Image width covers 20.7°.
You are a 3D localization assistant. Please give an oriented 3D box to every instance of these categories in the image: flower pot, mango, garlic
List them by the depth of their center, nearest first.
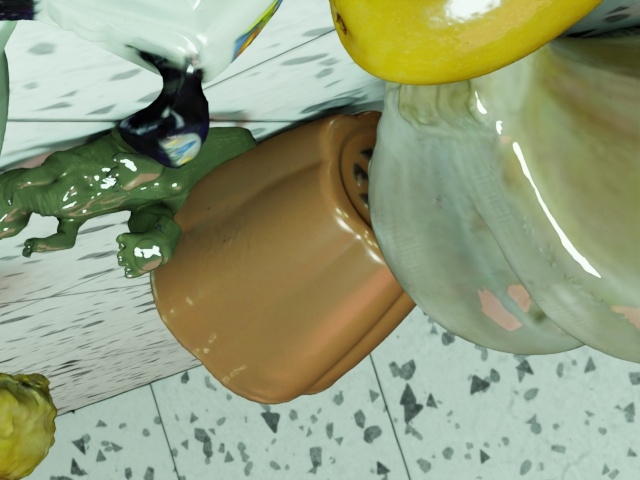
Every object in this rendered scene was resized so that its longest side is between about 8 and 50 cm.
[{"bbox_3d":[0.090,-0.127,0.754,0.184,0.085,0.102,-24,174,8],"label":"mango"},{"bbox_3d":[0.195,-0.037,1.131,0.340,0.245,0.231,-16,178,-31],"label":"garlic"},{"bbox_3d":[0.000,0.000,1.256,0.191,0.190,0.173,-11,161,-48],"label":"flower pot"}]

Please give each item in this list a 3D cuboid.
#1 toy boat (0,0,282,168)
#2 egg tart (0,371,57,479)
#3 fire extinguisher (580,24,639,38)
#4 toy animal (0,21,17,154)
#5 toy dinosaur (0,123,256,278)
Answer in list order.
[{"bbox_3d":[-0.091,-0.084,0.430,0.269,0.140,0.141,-2,171,-8],"label":"toy boat"},{"bbox_3d":[-0.420,0.151,1.338,0.443,0.178,0.443,-18,172,-3],"label":"egg tart"},{"bbox_3d":[0.205,-0.118,1.254,0.231,0.071,0.099,-16,-159,-30],"label":"fire extinguisher"},{"bbox_3d":[-0.175,-0.043,0.627,0.251,0.125,0.127,-28,-162,31],"label":"toy animal"},{"bbox_3d":[-0.133,-0.053,1.083,0.187,0.087,0.179,-2,-150,-2],"label":"toy dinosaur"}]
